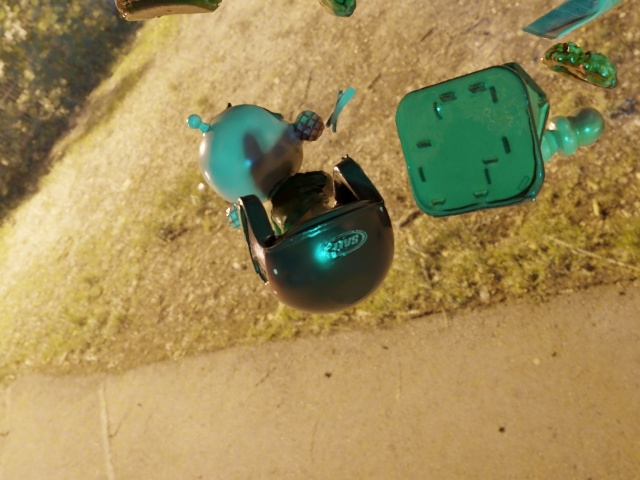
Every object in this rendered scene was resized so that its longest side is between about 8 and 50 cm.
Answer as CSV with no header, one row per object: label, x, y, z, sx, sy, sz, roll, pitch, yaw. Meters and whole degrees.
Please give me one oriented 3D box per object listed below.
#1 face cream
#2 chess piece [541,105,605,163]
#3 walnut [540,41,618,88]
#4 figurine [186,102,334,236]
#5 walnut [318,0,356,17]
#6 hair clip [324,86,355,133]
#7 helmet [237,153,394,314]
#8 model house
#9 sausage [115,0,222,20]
face cream,0.574,-0.513,1.570,0.224,0.070,0.114,-34,35,-6
chess piece,0.553,-0.237,1.660,0.243,0.133,0.133,-22,37,6
walnut,0.575,-0.388,1.543,0.170,0.143,0.069,29,102,30
figurine,-0.080,-0.103,1.254,0.281,0.370,0.167,-49,-8,27
walnut,0.079,-0.607,1.517,0.238,0.204,0.141,-24,28,-16
hair clip,0.040,-0.276,1.464,0.039,0.030,0.115,-33,31,56
helmet,0.000,0.000,0.922,0.189,0.193,0.216,-21,4,-15
model house,0.290,-0.172,1.120,0.218,0.205,0.278,-7,10,41
sausage,-0.318,-0.512,1.431,0.330,0.102,0.102,10,67,41
